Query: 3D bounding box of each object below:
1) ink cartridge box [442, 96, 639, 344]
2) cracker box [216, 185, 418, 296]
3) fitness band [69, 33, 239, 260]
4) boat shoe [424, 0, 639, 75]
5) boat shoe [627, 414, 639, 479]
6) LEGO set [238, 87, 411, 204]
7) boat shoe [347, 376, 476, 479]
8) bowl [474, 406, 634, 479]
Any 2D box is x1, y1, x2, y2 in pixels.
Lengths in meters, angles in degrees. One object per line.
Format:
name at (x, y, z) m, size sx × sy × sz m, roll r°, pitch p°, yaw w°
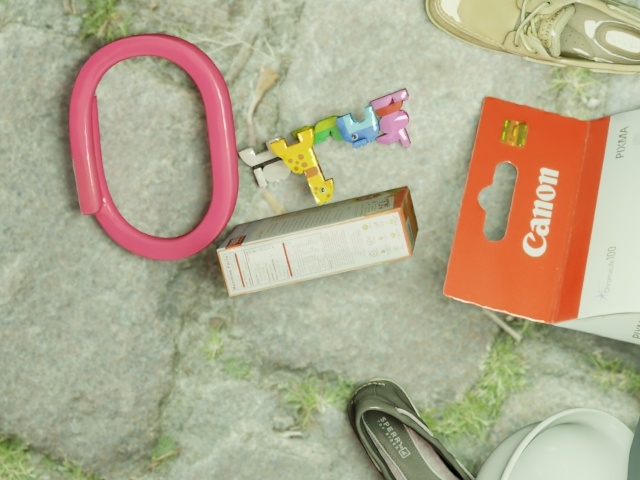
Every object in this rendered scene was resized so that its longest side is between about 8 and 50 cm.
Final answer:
ink cartridge box at (0.361, -0.035, 1.827) m, size 0.385 × 0.308 × 0.091 m, roll 14°, pitch 148°, yaw 3°
cracker box at (0.000, 0.000, 1.938) m, size 0.232 × 0.156 × 0.067 m, roll -12°, pitch 101°, yaw 10°
fitness band at (-0.210, -0.117, 1.986) m, size 0.209 × 0.054 × 0.291 m, roll -3°, pitch 102°, yaw 10°
boat shoe at (0.274, -0.263, 1.879) m, size 0.302 × 0.098 × 0.109 m, roll 16°, pitch 103°, yaw 3°
boat shoe at (0.467, 0.223, 1.885) m, size 0.156 × 0.136 × 0.367 m, roll 10°, pitch 94°, yaw 3°
LEGO set at (0.014, -0.103, 1.950) m, size 0.227 × 0.087 × 0.093 m, roll -20°, pitch 98°, yaw 11°
boat shoe at (0.147, 0.326, 2.019) m, size 0.112 × 0.095 × 0.335 m, roll -37°, pitch 95°, yaw 12°
bowl at (0.278, 0.353, 1.959) m, size 0.134 × 0.298 × 0.298 m, roll -1°, pitch 106°, yaw 52°
